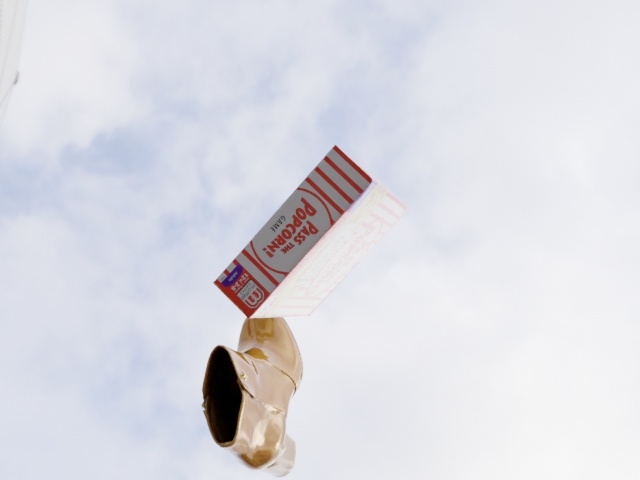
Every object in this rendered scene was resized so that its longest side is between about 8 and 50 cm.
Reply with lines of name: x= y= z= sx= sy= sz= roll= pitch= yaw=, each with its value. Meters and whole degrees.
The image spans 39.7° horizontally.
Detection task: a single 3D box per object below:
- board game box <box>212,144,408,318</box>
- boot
board game box: x=0.000 y=0.000 z=0.773 sx=0.045 sy=0.193 sz=0.147 roll=44 pitch=-83 yaw=13
boot: x=-0.103 y=0.188 z=1.295 sx=0.104 sy=0.295 sz=0.211 roll=-17 pitch=-35 yaw=12
